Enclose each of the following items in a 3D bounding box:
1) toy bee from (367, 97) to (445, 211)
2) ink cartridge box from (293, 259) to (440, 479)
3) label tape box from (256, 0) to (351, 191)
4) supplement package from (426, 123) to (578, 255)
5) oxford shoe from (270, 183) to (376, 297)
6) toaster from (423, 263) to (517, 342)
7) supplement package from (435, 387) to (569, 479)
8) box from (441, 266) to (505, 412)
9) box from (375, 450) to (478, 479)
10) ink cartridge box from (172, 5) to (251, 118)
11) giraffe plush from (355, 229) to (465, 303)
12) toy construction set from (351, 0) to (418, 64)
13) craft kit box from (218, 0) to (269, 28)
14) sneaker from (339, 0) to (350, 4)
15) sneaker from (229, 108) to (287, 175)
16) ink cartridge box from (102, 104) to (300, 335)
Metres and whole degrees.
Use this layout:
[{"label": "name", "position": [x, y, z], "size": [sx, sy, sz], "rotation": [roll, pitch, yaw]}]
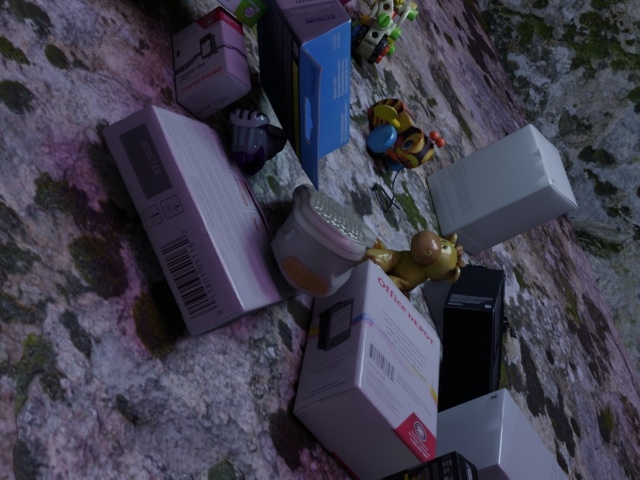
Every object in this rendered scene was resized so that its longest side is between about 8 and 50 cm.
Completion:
[{"label": "toy bee", "position": [0.200, -0.213, 2.222], "size": [0.195, 0.162, 0.298], "rotation": [23, 47, -56]}, {"label": "ink cartridge box", "position": [0.085, 0.220, 1.634], "size": [0.226, 0.131, 0.306], "rotation": [50, 27, -25]}, {"label": "label tape box", "position": [-0.014, -0.290, 1.710], "size": [0.348, 0.115, 0.249], "rotation": [-118, -160, -44]}, {"label": "supplement package", "position": [0.438, -0.117, 2.421], "size": [0.175, 0.293, 0.177], "rotation": [28, 43, -50]}, {"label": "oxford shoe", "position": [0.000, 0.000, 1.667], "size": [0.169, 0.130, 0.449], "rotation": [33, 9, -1]}, {"label": "toaster", "position": [0.321, 0.148, 2.164], "size": [0.168, 0.110, 0.186], "rotation": [5, 62, -60]}, {"label": "supplement package", "position": [0.295, 0.441, 1.738], "size": [0.263, 0.198, 0.199], "rotation": [54, 28, -19]}, {"label": "box", "position": [0.298, 0.207, 1.947], "size": [0.184, 0.103, 0.261], "rotation": [-50, 142, -60]}, {"label": "box", "position": [0.128, 0.454, 1.396], "size": [0.060, 0.216, 0.270], "rotation": [41, 33, -36]}, {"label": "ink cartridge box", "position": [-0.180, -0.292, 1.642], "size": [0.063, 0.109, 0.150], "rotation": [34, 38, -47]}, {"label": "giraffe plush", "position": [0.188, 0.050, 1.937], "size": [0.210, 0.170, 0.181], "rotation": [24, 45, -53]}, {"label": "toy construction set", "position": [0.148, -0.533, 2.346], "size": [0.151, 0.215, 0.327], "rotation": [34, -2, 11]}, {"label": "craft kit box", "position": [-0.231, -0.482, 1.665], "size": [0.246, 0.061, 0.250], "rotation": [37, 6, -47]}, {"label": "sneaker", "position": [-0.021, -0.573, 2.232], "size": [0.111, 0.103, 0.252], "rotation": [62, 18, 4]}, {"label": "sneaker", "position": [-0.114, -0.153, 1.683], "size": [0.223, 0.083, 0.098], "rotation": [26, 72, -77]}, {"label": "ink cartridge box", "position": [-0.163, -0.029, 1.503], "size": [0.308, 0.091, 0.385], "rotation": [65, 9, 5]}]
